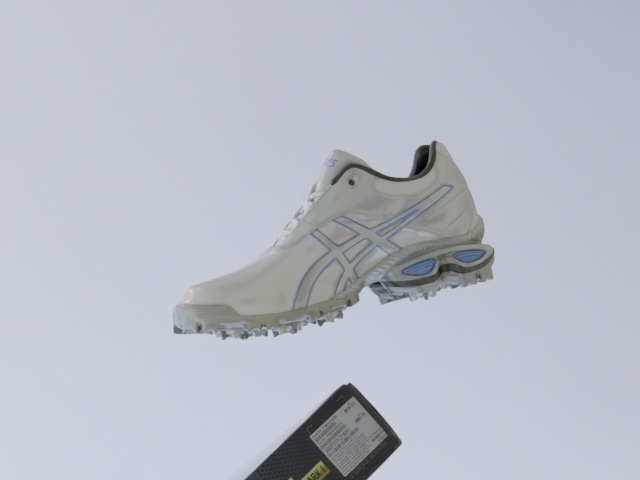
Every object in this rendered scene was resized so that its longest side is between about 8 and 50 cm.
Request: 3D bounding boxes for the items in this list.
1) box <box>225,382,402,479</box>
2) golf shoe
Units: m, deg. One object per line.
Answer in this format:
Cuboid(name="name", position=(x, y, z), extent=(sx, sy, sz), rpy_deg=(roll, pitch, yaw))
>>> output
Cuboid(name="box", position=(-0.072, 0.204, 1.212), extent=(0.059, 0.183, 0.232), rpy_deg=(48, -125, 2))
Cuboid(name="golf shoe", position=(0.000, 0.000, 0.959), extent=(0.176, 0.086, 0.069), rpy_deg=(-15, -177, -27))
